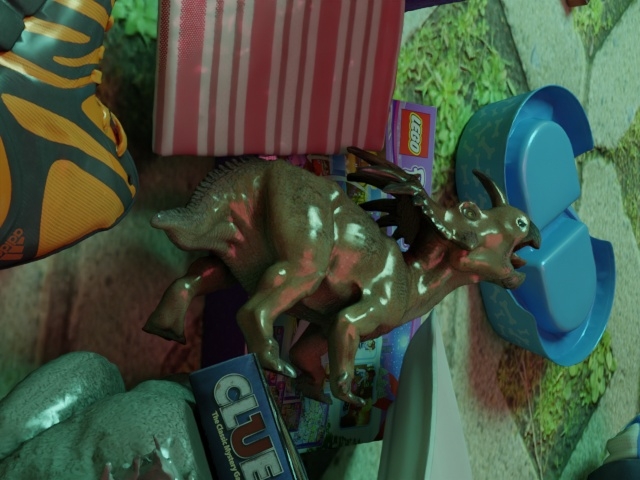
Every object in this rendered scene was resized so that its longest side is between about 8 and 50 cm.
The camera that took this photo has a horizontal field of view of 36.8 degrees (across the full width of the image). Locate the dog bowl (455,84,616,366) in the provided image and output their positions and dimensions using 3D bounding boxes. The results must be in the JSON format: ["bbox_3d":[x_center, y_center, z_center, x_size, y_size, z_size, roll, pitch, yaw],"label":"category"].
[{"bbox_3d":[0.222,-0.013,0.995,0.166,0.074,0.297,-35,117,-38],"label":"dog bowl"}]

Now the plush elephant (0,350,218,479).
[{"bbox_3d":[-0.167,0.200,0.514,0.330,0.255,0.272,80,-11,-69],"label":"plush elephant"}]

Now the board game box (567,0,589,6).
[{"bbox_3d":[0.332,-0.409,1.101,0.281,0.027,0.145,-52,128,-29],"label":"board game box"}]

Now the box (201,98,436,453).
[{"bbox_3d":[0.002,0.023,0.786,0.201,0.057,0.293,4,91,-43],"label":"box"}]

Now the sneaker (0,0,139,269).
[{"bbox_3d":[-0.162,-0.125,0.574,0.321,0.124,0.180,-63,150,-25],"label":"sneaker"}]

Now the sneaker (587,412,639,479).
[{"bbox_3d":[0.364,0.303,1.029,0.323,0.130,0.236,-32,120,-79],"label":"sneaker"}]

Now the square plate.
[{"bbox_3d":[0.087,0.274,0.690,0.347,0.049,0.344,-69,148,-67],"label":"square plate"}]

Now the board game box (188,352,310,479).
[{"bbox_3d":[-0.017,0.192,0.609,0.042,0.165,0.243,-20,151,-4],"label":"board game box"}]

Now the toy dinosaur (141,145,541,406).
[{"bbox_3d":[0.000,0.000,0.662,0.295,0.127,0.200,28,75,-36],"label":"toy dinosaur"}]

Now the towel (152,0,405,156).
[{"bbox_3d":[-0.027,-0.131,0.675,0.197,0.029,0.144,-5,110,-33],"label":"towel"}]

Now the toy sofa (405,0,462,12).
[{"bbox_3d":[0.150,-0.245,0.698,0.177,0.362,0.150,-55,129,-35],"label":"toy sofa"}]
